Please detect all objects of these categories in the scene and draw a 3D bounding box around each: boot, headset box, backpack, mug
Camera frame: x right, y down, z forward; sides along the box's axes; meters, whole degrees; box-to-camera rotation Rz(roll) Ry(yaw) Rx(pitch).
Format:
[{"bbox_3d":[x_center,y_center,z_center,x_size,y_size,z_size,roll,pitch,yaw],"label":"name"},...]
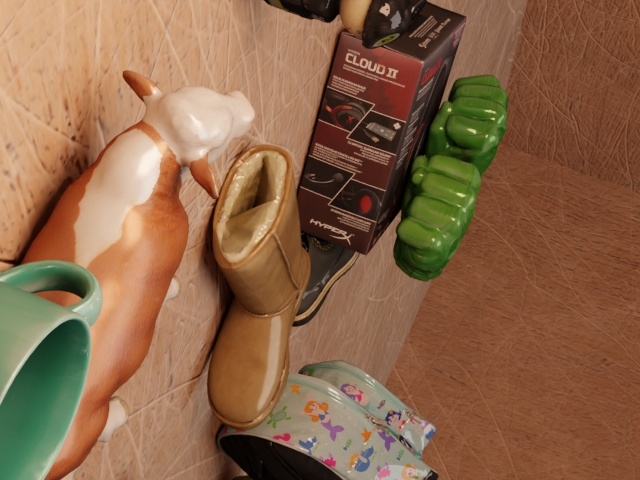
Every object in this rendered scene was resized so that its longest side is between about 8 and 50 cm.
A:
[{"bbox_3d":[0.000,0.000,1.686,0.137,0.077,0.198,79,32,-61],"label":"boot"},{"bbox_3d":[0.077,-0.163,1.636,0.218,0.110,0.293,-50,158,-60],"label":"headset box"},{"bbox_3d":[-0.076,0.056,1.377,0.269,0.089,0.236,81,21,-70],"label":"boot"},{"bbox_3d":[0.006,0.261,1.690,0.225,0.253,0.191,-19,-137,59],"label":"backpack"},{"bbox_3d":[-0.197,0.080,0.746,0.158,0.097,0.129,-38,147,-72],"label":"mug"}]

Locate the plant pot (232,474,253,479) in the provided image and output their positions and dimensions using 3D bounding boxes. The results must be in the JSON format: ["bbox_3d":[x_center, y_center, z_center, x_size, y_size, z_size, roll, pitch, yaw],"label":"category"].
[{"bbox_3d":[-0.074,0.481,1.818,0.275,0.275,0.293,82,15,-69],"label":"plant pot"}]

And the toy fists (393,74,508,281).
[{"bbox_3d":[0.163,-0.088,1.664,0.142,0.096,0.279,114,2,-61],"label":"toy fists"}]

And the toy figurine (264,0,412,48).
[{"bbox_3d":[0.037,-0.287,1.086,0.213,0.148,0.209,-57,164,-48],"label":"toy figurine"}]

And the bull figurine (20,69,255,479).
[{"bbox_3d":[-0.146,0.032,0.895,0.310,0.101,0.188,-61,174,-15],"label":"bull figurine"}]
